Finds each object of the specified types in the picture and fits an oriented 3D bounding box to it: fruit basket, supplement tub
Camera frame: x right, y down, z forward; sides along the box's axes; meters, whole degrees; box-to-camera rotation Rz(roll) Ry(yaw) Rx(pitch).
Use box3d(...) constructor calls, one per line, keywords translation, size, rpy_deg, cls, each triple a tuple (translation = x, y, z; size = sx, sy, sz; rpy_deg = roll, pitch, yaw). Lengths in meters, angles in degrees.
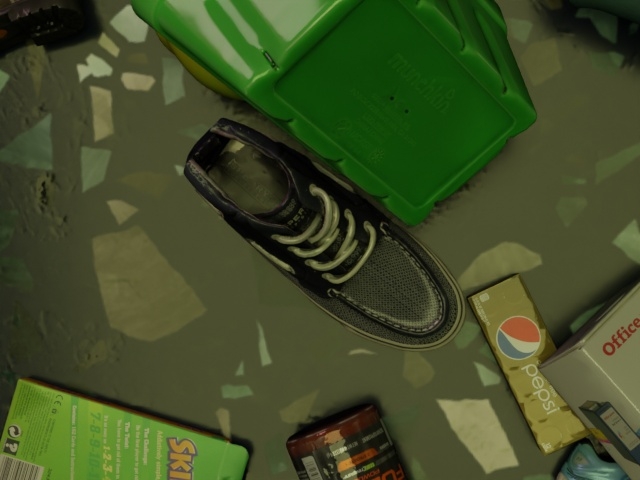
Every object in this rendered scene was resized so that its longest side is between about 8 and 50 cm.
box3d(translation=(-0.013, -0.222, 1.364), size=(0.283, 0.392, 0.392), rpy_deg=(-42, 87, 11), cls="fruit basket")
box3d(translation=(0.047, 0.275, 1.440), size=(0.106, 0.106, 0.198), rpy_deg=(-24, 88, 3), cls="supplement tub")

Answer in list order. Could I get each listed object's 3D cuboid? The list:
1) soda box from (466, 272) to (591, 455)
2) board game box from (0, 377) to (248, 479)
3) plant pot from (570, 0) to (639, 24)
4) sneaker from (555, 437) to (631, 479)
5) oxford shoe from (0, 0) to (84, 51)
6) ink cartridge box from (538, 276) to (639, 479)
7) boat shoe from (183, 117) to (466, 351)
box3d(translation=(0.217, 0.127, 1.455), size=(0.061, 0.058, 0.181), rpy_deg=(-26, 88, 3), cls="soda box")
box3d(translation=(-0.213, 0.241, 1.491), size=(0.259, 0.039, 0.124), rpy_deg=(16, 90, 6), cls="board game box")
box3d(translation=(0.375, -0.313, 1.364), size=(0.255, 0.271, 0.272), rpy_deg=(6, 89, 17), cls="plant pot")
box3d(translation=(0.330, 0.251, 1.444), size=(0.162, 0.063, 0.073), rpy_deg=(20, 87, 4), cls="sneaker")
box3d(translation=(-0.366, -0.249, 1.498), size=(0.227, 0.083, 0.096), rpy_deg=(-12, 70, 2), cls="oxford shoe")
box3d(translation=(0.349, 0.152, 1.401), size=(0.154, 0.093, 0.212), rpy_deg=(-39, 88, -30), cls="ink cartridge box")
box3d(translation=(0.000, 0.000, 1.421), size=(0.340, 0.158, 0.127), rpy_deg=(34, 91, 4), cls="boat shoe")
